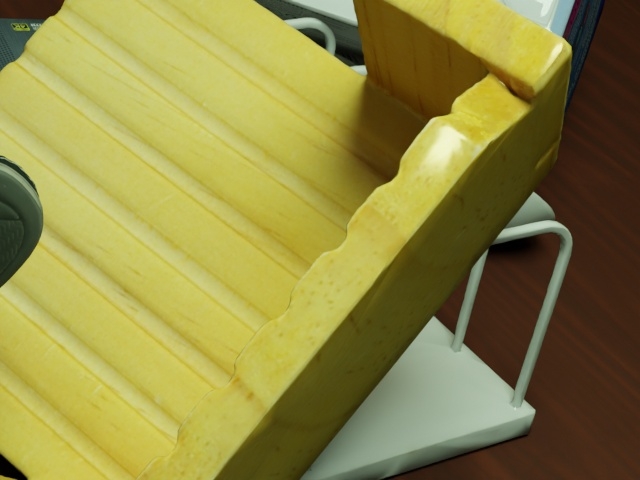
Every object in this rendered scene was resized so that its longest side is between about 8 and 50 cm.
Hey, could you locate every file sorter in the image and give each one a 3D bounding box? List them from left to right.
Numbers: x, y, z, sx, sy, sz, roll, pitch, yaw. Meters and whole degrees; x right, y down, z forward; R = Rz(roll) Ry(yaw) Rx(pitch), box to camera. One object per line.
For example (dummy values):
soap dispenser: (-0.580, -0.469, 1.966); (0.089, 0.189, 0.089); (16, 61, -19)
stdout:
file sorter: (0.000, 0.000, 1.206); (0.193, 0.173, 0.278); (-13, 41, -35)

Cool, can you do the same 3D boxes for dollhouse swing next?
dollhouse swing: (-0.099, -0.019, 0.955); (0.305, 0.347, 0.315); (39, -6, 11)

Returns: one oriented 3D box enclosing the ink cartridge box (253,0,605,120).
ink cartridge box: (0.076, -0.195, 1.456); (0.270, 0.151, 0.395); (20, -3, 10)

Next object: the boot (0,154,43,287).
boot: (-0.243, -0.013, 0.989); (0.236, 0.085, 0.178); (-26, 27, 16)

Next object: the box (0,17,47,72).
box: (-0.208, -0.099, 1.386); (0.233, 0.059, 0.183); (-2, 36, -24)

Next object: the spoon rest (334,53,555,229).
spoon rest: (0.052, -0.077, 1.403); (0.276, 0.084, 0.137); (24, -5, 13)
